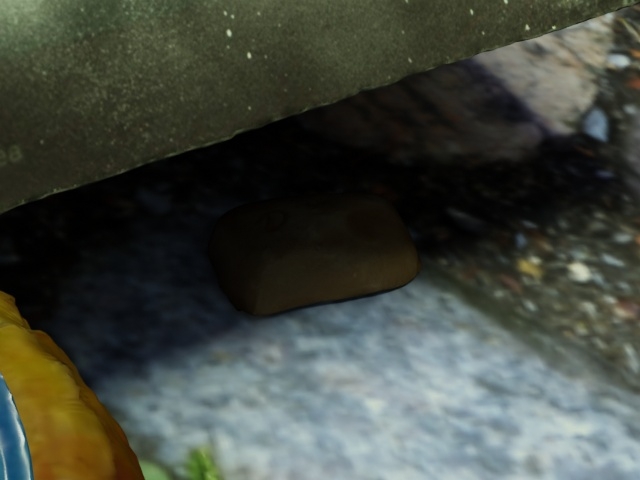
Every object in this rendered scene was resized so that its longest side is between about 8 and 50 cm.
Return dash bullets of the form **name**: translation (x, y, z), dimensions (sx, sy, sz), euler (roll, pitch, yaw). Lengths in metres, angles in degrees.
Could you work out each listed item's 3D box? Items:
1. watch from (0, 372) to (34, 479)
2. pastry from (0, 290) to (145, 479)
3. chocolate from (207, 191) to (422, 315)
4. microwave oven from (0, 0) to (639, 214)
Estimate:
- **watch**: translation (-0.160, 0.073, 0.376), dimensions (0.196, 0.171, 0.200), euler (-33, 63, -18)
- **pastry**: translation (-0.194, 0.139, 0.526), dimensions (0.356, 0.164, 0.356), euler (2, 43, -2)
- **chocolate**: translation (0.000, 0.000, 0.829), dimensions (0.100, 0.031, 0.064), euler (-8, 47, -22)
- **microwave oven**: translation (-0.081, -0.186, 0.789), dimensions (0.432, 0.236, 0.374), euler (-20, 17, -31)
